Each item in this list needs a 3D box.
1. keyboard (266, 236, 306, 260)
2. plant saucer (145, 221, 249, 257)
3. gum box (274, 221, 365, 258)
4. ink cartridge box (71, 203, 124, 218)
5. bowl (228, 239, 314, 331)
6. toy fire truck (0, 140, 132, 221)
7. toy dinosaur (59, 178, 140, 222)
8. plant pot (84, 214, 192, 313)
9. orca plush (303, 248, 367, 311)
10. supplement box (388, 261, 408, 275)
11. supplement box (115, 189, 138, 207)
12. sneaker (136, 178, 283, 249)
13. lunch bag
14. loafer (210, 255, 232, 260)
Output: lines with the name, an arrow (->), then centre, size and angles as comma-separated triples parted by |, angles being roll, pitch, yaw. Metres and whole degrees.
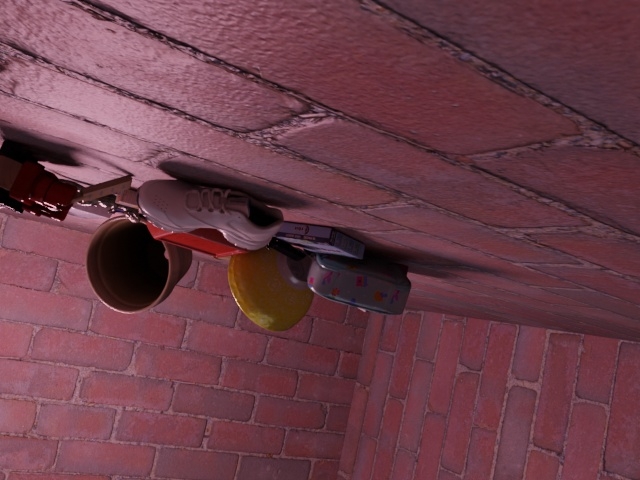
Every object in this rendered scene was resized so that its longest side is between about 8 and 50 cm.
keyboard -> -0.123, -0.009, 1.514 | 0.192, 0.038, 0.100 | 27, -164, 8
plant saucer -> -0.330, -0.006, 1.674 | 0.259, 0.048, 0.258 | 18, 165, -31
gum box -> 0.000, 0.000, 1.478 | 0.156, 0.041, 0.184 | 8, 172, 32
ink cartridge box -> -0.761, -0.101, 1.932 | 0.223, 0.045, 0.223 | 18, 170, -39
bowl -> -0.110, 0.102, 1.752 | 0.289, 0.290, 0.156 | 19, 140, -41
toy fire truck -> -0.543, -0.107, 1.268 | 0.246, 0.159, 0.217 | 24, 170, -12
toy dinosaur -> -0.600, -0.111, 1.567 | 0.118, 0.064, 0.268 | -5, 160, 45
plant pot -> -0.588, 0.063, 2.075 | 0.323, 0.323, 0.280 | 10, -170, 14
orca plush -> 0.077, 0.099, 1.868 | 0.287, 0.102, 0.151 | 33, 149, 40
supplement box -> 0.209, 0.129, 1.858 | 0.080, 0.104, 0.188 | 11, 172, -1
supplement box -> -0.448, -0.098, 1.484 | 0.098, 0.036, 0.062 | 16, 172, -28
sneaker -> -0.206, -0.068, 1.178 | 0.297, 0.111, 0.129 | 12, 158, -29
lunch bag -> 0.096, 0.097, 1.646 | 0.279, 0.108, 0.224 | 16, -165, -9
loafer -> -0.389, 0.058, 2.504 | 0.148, 0.056, 0.050 | 5, 177, -33
